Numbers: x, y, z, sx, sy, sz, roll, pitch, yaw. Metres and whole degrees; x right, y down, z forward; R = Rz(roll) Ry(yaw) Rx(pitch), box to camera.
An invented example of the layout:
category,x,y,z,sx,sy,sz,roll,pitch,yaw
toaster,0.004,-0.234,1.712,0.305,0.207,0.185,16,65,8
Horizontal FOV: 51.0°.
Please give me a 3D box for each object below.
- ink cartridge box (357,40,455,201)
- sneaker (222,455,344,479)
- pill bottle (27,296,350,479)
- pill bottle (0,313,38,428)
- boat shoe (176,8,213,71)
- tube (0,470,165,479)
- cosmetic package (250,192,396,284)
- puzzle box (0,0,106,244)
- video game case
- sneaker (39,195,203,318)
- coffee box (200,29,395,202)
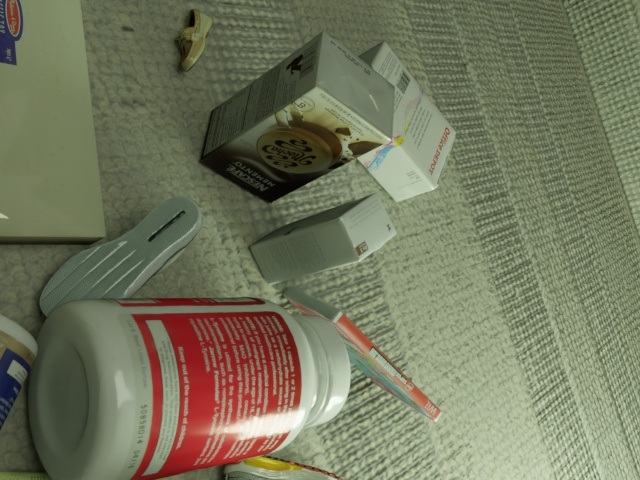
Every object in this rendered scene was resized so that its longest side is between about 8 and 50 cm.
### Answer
category,x,y,z,sx,sy,sz,roll,pitch,yaw
ink cartridge box,0.153,-0.253,1.459,0.278,0.117,0.201,45,50,-24
sneaker,-0.047,0.395,1.049,0.225,0.088,0.093,16,71,-10
pill bottle,-0.158,0.192,0.922,0.407,0.229,0.229,4,73,-44
pill bottle,-0.427,0.202,0.710,0.153,0.153,0.265,36,54,-31
boat shoe,-0.227,-0.351,1.171,0.045,0.050,0.135,31,46,-30
tube,-0.316,0.328,0.850,0.240,0.070,0.062,10,102,-40
cosmetic package,0.000,0.000,1.141,0.117,0.231,0.086,-34,101,-46
puzzle box,-0.443,-0.196,0.900,0.272,0.052,0.409,1,76,-44
video game case,0.070,0.195,1.176,0.025,0.204,0.285,-49,114,-12
sneaker,-0.274,0.039,0.959,0.258,0.091,0.094,-36,78,-23
coffee box,-0.042,-0.192,1.117,0.168,0.297,0.119,28,55,-34
